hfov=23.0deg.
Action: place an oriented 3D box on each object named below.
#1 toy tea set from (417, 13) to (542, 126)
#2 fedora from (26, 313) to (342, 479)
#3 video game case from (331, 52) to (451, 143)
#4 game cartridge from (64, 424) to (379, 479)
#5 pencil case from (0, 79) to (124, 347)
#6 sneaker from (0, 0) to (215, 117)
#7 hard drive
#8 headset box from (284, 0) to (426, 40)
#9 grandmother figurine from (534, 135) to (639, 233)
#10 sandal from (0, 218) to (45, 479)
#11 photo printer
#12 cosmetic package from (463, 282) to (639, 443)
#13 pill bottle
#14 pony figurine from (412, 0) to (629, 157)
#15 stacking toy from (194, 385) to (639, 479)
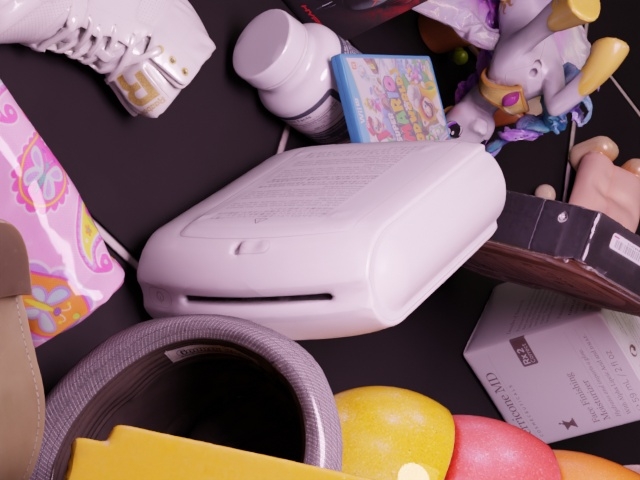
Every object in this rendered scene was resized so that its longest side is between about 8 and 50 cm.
[{"bbox_3d":[0.203,-0.309,2.005,0.336,0.124,0.200,54,36,-19],"label":"toy tea set"},{"bbox_3d":[-0.104,0.192,1.237,0.243,0.275,0.124,36,-8,20],"label":"fedora"},{"bbox_3d":[0.078,-0.136,1.639,0.166,0.015,0.119,-7,82,-52],"label":"video game case"},{"bbox_3d":[-0.069,0.311,1.107,0.285,0.053,0.324,13,77,-5],"label":"game cartridge"},{"bbox_3d":[-0.270,-0.050,1.209,0.284,0.124,0.124,56,35,-15],"label":"pencil case"},{"bbox_3d":[-0.191,-0.183,1.400,0.169,0.108,0.292,61,33,-5],"label":"sneaker"},{"bbox_3d":[0.211,0.002,1.669,0.237,0.339,0.064,26,83,-46],"label":"hard drive"},{"bbox_3d":[0.065,-0.364,1.693,0.218,0.293,0.110,47,39,-29],"label":"headset box"},{"bbox_3d":[0.362,0.010,2.074,0.207,0.104,0.342,26,45,3],"label":"grandmother figurine"},{"bbox_3d":[-0.262,0.089,1.168,0.088,0.079,0.240,-14,116,-43],"label":"sandal"},{"bbox_3d":[0.000,0.000,1.435,0.307,0.256,0.107,-38,122,-56],"label":"photo printer"},{"bbox_3d":[0.295,0.125,1.832,0.151,0.183,0.151,57,35,-17],"label":"cosmetic package"},{"bbox_3d":[-0.003,-0.165,1.651,0.180,0.108,0.108,32,47,-41],"label":"pill bottle"},{"bbox_3d":[0.232,-0.252,1.800,0.302,0.363,0.351,26,53,-17],"label":"pony figurine"},{"bbox_3d":[0.064,0.249,1.418,0.480,0.350,0.351,35,42,-11],"label":"stacking toy"}]
